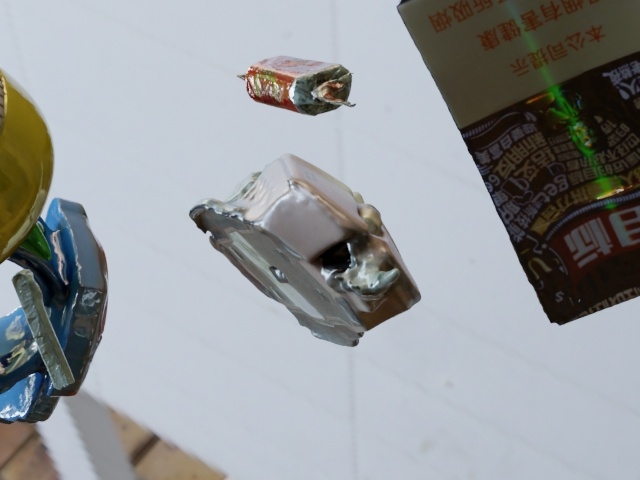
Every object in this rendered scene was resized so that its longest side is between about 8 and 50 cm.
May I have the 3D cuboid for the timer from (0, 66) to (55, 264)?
[{"bbox_3d":[-0.387,-0.058,1.773,0.285,0.285,0.285,29,147,21],"label":"timer"}]

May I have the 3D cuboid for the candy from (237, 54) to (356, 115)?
[{"bbox_3d":[-0.032,-0.205,2.139,0.292,0.086,0.059,21,124,57],"label":"candy"}]

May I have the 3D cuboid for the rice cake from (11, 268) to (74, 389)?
[{"bbox_3d":[-0.267,0.085,1.569,0.022,0.022,0.121,-47,-65,-79],"label":"rice cake"}]

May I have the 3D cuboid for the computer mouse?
[{"bbox_3d":[0.003,-0.005,1.495,0.199,0.115,0.389,41,166,-16],"label":"computer mouse"}]

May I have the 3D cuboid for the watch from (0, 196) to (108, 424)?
[{"bbox_3d":[-0.421,0.090,1.995,0.305,0.274,0.241,-66,29,26],"label":"watch"}]

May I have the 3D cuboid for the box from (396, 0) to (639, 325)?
[{"bbox_3d":[0.214,-0.105,1.295,0.198,0.084,0.310,-22,110,17],"label":"box"}]
